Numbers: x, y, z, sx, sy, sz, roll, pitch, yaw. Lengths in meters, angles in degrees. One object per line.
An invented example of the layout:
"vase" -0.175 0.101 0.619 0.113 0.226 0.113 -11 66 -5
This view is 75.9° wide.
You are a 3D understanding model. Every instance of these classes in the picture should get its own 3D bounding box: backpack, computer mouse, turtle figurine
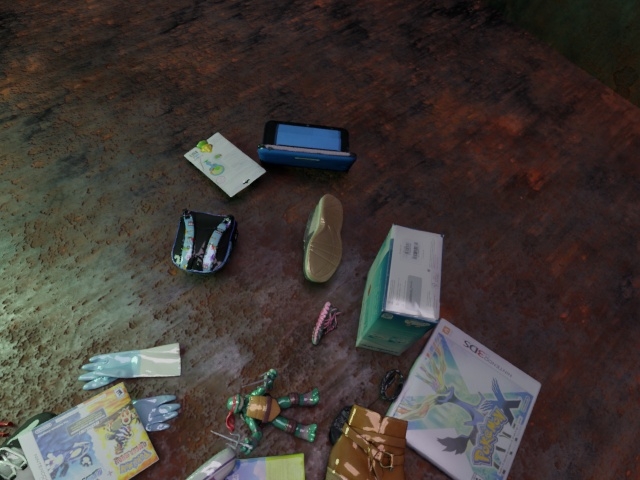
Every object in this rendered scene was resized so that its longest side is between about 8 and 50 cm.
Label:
"backpack" -0.309 0.018 1.098 0.158 0.117 0.174 7 60 -4
"computer mouse" 0.116 0.403 0.989 0.242 0.041 0.071 -35 58 -23
"turtle figurine" -0.122 0.380 0.928 0.233 0.118 0.176 15 75 -17

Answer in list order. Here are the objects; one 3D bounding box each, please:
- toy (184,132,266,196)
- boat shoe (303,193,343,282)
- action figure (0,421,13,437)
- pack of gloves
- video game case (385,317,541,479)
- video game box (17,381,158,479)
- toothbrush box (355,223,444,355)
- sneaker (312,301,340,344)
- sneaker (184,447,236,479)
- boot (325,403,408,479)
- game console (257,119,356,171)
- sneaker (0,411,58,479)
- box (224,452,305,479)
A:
"toy" -0.294 -0.227 1.268 0.237 0.056 0.137 41 68 20
"boat shoe" 0.000 0.000 1.163 0.102 0.092 0.286 23 55 -23
"action figure" -0.735 0.401 0.887 0.115 0.030 0.038 7 66 -2
"pack of gloves" -0.444 0.346 0.945 0.231 0.046 0.195 -7 62 -11
"video game case" 0.356 0.407 1.021 0.299 0.036 0.329 34 63 11
"video game box" -0.474 0.432 0.850 0.205 0.048 0.187 -25 82 -33
"toothbrush box" 0.185 0.133 0.999 0.126 0.296 0.217 12 62 1
"sneaker" 0.018 0.222 1.076 0.057 0.047 0.120 28 62 -5
"sneaker" -0.246 0.565 0.817 0.282 0.102 0.161 -44 78 -7
"boot" 0.155 0.502 0.887 0.283 0.109 0.220 21 68 4
"game console" -0.041 -0.321 1.293 0.292 0.250 0.174 4 88 -5
"sneaker" -0.639 0.491 0.786 0.122 0.146 0.331 23 60 7
"box" -0.122 0.529 0.888 0.178 0.042 0.109 -2 61 -7
